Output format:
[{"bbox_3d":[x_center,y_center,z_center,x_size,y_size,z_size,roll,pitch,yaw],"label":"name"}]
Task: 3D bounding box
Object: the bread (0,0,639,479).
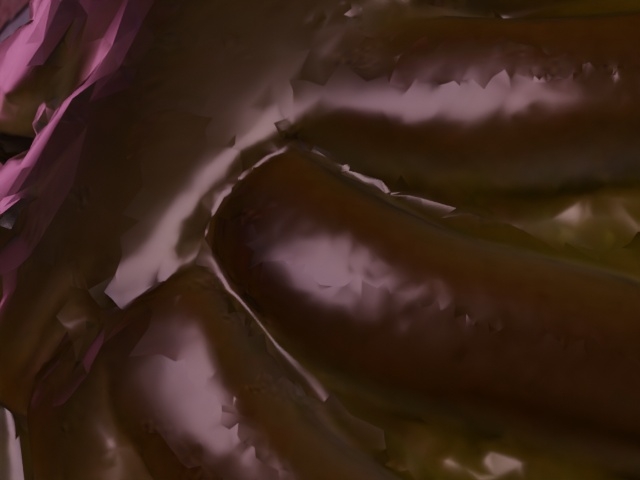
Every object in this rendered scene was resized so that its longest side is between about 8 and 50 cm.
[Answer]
[{"bbox_3d":[0.000,0.000,0.458,0.333,0.160,0.333,-33,40,33],"label":"bread"}]
